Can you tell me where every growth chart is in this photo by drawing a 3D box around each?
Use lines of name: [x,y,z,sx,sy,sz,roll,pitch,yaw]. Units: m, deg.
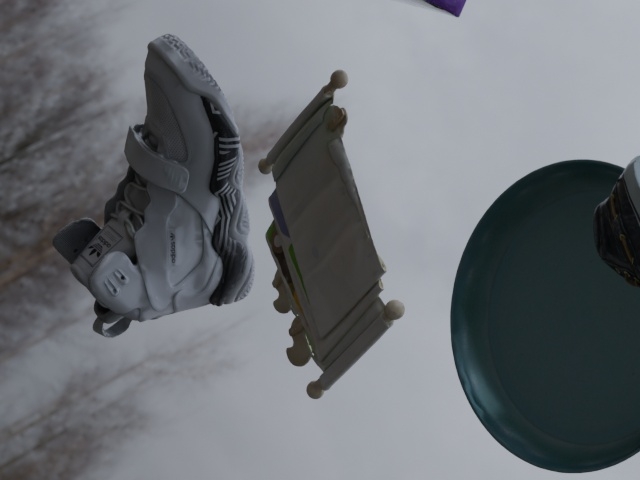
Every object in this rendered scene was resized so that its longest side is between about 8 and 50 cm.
growth chart: [0.000,0.000,1.171,0.172,0.021,0.237,-39,-122,50]

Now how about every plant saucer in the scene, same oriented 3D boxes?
plant saucer: [0.264,0.077,1.425,0.317,0.043,0.318,-9,-102,45]

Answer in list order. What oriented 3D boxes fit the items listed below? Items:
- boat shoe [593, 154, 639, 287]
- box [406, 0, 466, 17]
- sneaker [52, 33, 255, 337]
boat shoe: [0.283,0.023,1.164,0.083,0.065,0.183,119,-33,-51]
box: [0.031,-0.328,1.571,0.201,0.057,0.293,21,8,-21]
sneaker: [-0.201,-0.048,1.620,0.137,0.210,0.366,41,-33,46]
